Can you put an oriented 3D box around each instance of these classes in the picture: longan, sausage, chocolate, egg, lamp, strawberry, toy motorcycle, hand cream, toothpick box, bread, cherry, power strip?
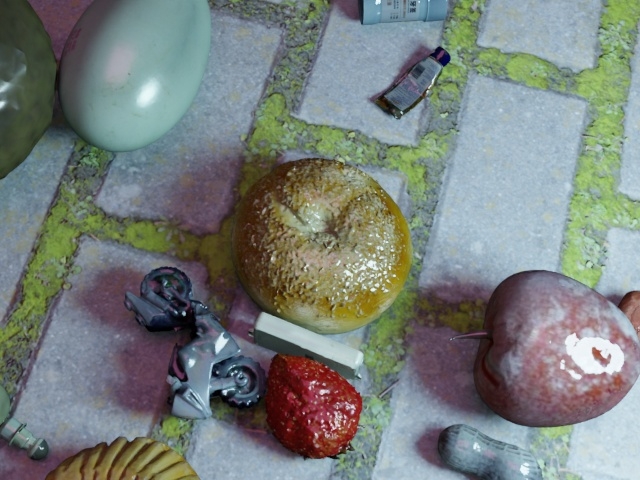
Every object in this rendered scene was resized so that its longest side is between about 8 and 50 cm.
[{"bbox_3d":[-0.609,-0.254,1.635,0.391,0.391,0.391,1,65,-2],"label":"longan"},{"bbox_3d":[0.493,0.144,1.673,0.076,0.076,0.141,32,67,12],"label":"sausage"},{"bbox_3d":[0.256,0.330,1.580,0.167,0.072,0.072,24,67,9],"label":"chocolate"},{"bbox_3d":[-0.306,-0.313,1.766,0.230,0.230,0.371,16,59,5],"label":"egg"},{"bbox_3d":[-0.479,0.276,1.575,0.163,0.091,0.091,38,68,-4],"label":"lamp"},{"bbox_3d":[-0.010,0.246,1.583,0.146,0.082,0.187,-34,86,-19],"label":"strawberry"},{"bbox_3d":[-0.209,0.170,1.618,0.159,0.106,0.270,-37,76,-23],"label":"toy motorcycle"},{"bbox_3d":[0.170,-0.283,1.880,0.062,0.039,0.163,42,76,13],"label":"hand cream"},{"bbox_3d":[0.149,-0.448,1.916,0.153,0.101,0.101,-5,66,-3],"label":"toothpick box"},{"bbox_3d":[-0.288,0.407,1.482,0.274,0.149,0.274,0,71,1],"label":"bread"},{"bbox_3d":[0.336,0.163,1.584,0.285,0.213,0.236,6,92,3],"label":"cherry"},{"bbox_3d":[-0.021,0.167,1.636,0.192,0.081,0.035,20,66,7],"label":"power strip"},{"bbox_3d":[0.000,0.000,1.672,0.305,0.159,0.305,1,67,-2],"label":"bread"}]
